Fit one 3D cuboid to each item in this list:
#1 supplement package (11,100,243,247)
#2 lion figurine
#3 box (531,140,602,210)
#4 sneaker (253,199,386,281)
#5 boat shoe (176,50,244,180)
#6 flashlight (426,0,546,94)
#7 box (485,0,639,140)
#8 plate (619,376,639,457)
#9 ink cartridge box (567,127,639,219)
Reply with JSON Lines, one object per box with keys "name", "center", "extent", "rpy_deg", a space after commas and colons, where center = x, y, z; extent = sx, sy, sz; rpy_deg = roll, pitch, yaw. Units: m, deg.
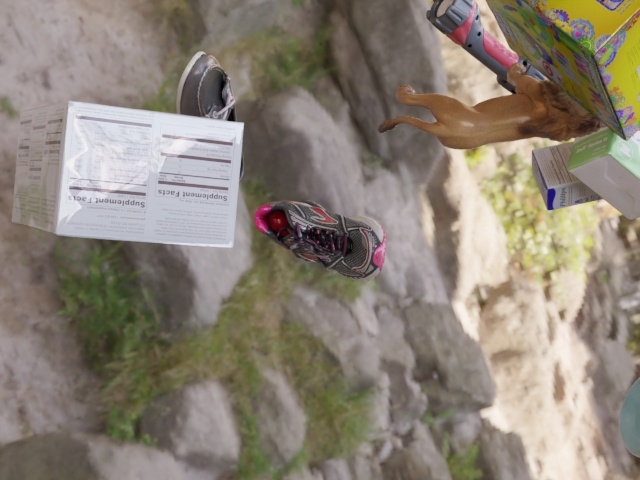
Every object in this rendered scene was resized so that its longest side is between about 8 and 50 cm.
{"name": "supplement package", "center": [-0.234, -0.076, 1.285], "extent": [0.262, 0.204, 0.145], "rpy_deg": [10, -85, 64]}
{"name": "lion figurine", "center": [0.311, -0.218, 1.902], "extent": [0.240, 0.392, 0.142], "rpy_deg": [-116, -172, -63]}
{"name": "box", "center": [0.542, -0.144, 2.371], "extent": [0.072, 0.137, 0.126], "rpy_deg": [78, 1, -48]}
{"name": "sneaker", "center": [0.000, 0.000, 2.006], "extent": [0.112, 0.299, 0.121], "rpy_deg": [3, 100, -46]}
{"name": "boat shoe", "center": [-0.170, -0.197, 1.804], "extent": [0.112, 0.095, 0.335], "rpy_deg": [-62, 172, -22]}
{"name": "flashlight", "center": [0.366, -0.426, 2.338], "extent": [0.304, 0.103, 0.103], "rpy_deg": [30, 74, -26]}
{"name": "box", "center": [0.402, -0.346, 1.652], "extent": [0.279, 0.177, 0.290], "rpy_deg": [47, 4, 30]}
{"name": "plate", "center": [0.659, 0.338, 2.130], "extent": [0.024, 0.188, 0.188], "rpy_deg": [25, 35, -24]}
{"name": "ink cartridge box", "center": [0.664, -0.248, 2.304], "extent": [0.207, 0.119, 0.353], "rpy_deg": [34, 58, -22]}
